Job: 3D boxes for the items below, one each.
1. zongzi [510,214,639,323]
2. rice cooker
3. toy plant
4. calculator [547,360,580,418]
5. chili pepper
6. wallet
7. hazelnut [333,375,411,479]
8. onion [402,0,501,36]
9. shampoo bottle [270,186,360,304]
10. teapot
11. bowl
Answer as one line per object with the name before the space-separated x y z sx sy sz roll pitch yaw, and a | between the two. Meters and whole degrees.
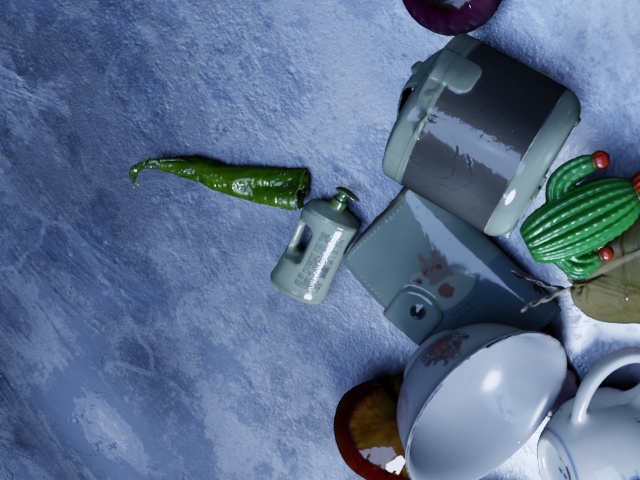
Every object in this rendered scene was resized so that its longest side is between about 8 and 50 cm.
zongzi | 0.569 -0.095 1.586 0.499 0.218 0.467 -2 82 35
rice cooker | 0.253 -0.174 1.604 0.277 0.288 0.288 31 115 12
toy plant | 0.415 -0.054 1.506 0.154 0.088 0.240 39 105 6
calculator | 0.418 0.257 1.808 0.103 0.024 0.166 -31 92 27
chili pepper | -0.195 -0.118 1.908 0.359 0.076 0.085 7 81 16
wallet | 0.225 0.084 1.790 0.360 0.083 0.252 43 117 -1
hazelnut | 0.148 0.372 1.864 0.251 0.217 0.217 7 111 -6
onion | 0.215 -0.423 1.605 0.177 0.153 0.177 9 122 14
shampoo bottle | 0.000 0.000 1.859 0.118 0.087 0.234 29 115 7
teapot | 0.529 0.371 1.695 0.280 0.252 0.424 -13 114 -9
bowl | 0.245 0.256 1.702 0.157 0.345 0.346 46 124 43
